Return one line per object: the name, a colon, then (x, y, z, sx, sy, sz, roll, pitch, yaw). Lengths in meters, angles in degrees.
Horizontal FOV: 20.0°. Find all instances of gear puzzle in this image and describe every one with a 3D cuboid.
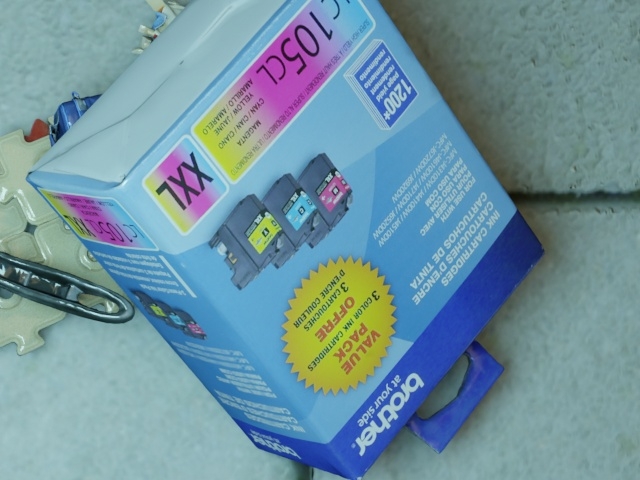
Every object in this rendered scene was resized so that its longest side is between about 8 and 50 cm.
gear puzzle: (-0.245, 0.001, 1.488, 0.339, 0.044, 0.175, -24, 87, -18)

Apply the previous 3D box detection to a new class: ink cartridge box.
ink cartridge box: (0.000, 0.000, 1.452, 0.270, 0.151, 0.395, -49, 123, -20)

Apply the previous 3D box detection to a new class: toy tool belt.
toy tool belt: (-0.138, -0.166, 1.552, 0.051, 0.052, 0.083, 23, 100, -3)

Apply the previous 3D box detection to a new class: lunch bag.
lunch bag: (-0.181, -0.074, 1.458, 0.065, 0.067, 0.098, -16, 84, -17)

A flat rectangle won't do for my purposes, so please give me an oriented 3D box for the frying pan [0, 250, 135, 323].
frying pan: (-0.328, 0.018, 1.412, 0.326, 0.053, 0.197, 40, 78, 12)
